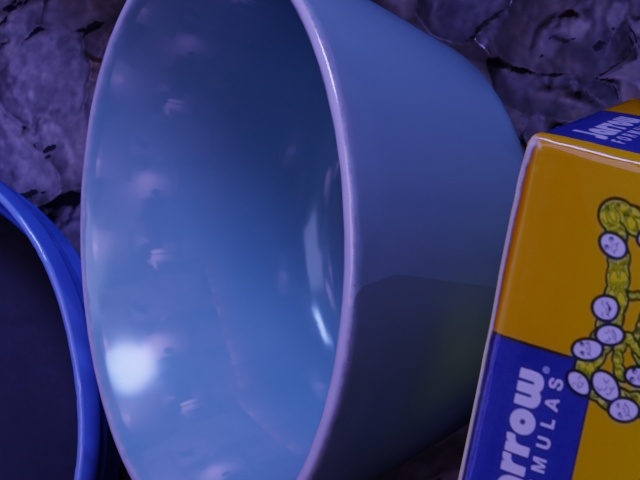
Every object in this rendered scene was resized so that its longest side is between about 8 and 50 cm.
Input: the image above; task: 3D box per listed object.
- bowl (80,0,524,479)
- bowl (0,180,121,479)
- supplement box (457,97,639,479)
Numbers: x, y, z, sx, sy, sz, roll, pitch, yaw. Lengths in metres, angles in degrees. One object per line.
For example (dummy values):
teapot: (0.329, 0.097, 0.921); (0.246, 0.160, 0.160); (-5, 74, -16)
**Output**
bowl: (0.000, 0.000, 0.665); (0.311, 0.163, 0.312); (3, 93, 60)
bowl: (-0.310, 0.123, 0.875); (0.391, 0.077, 0.391); (-2, 86, 23)
supplement box: (0.267, 0.073, 0.544); (0.356, 0.194, 0.195); (16, 107, 23)
